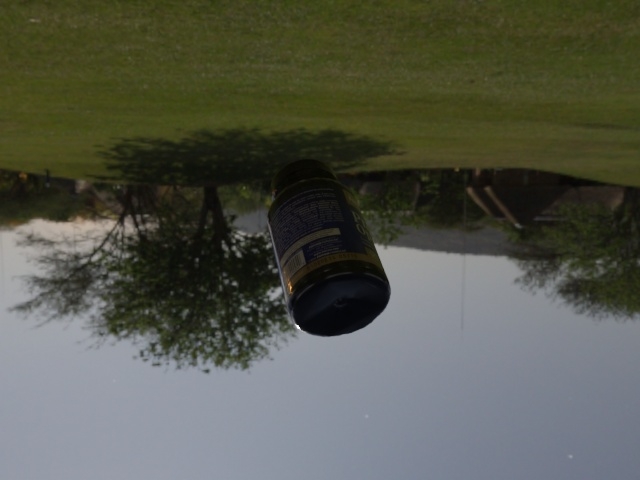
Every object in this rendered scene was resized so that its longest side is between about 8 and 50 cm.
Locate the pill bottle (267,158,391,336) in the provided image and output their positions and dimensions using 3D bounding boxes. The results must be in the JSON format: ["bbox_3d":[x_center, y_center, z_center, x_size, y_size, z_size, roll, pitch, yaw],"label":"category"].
[{"bbox_3d":[0.000,0.000,0.743,0.123,0.123,0.219,-2,-135,-16],"label":"pill bottle"}]
